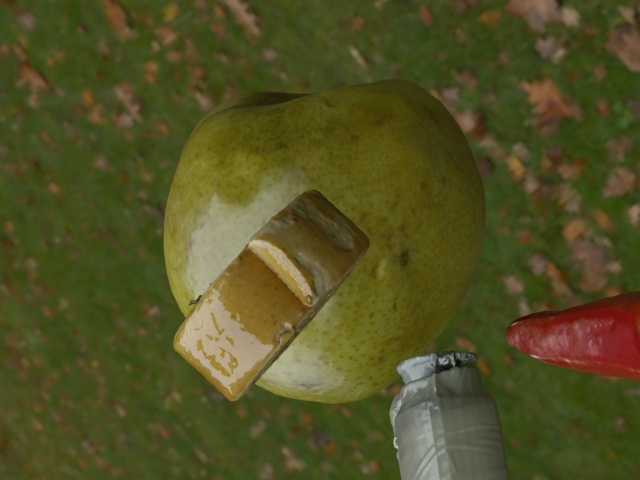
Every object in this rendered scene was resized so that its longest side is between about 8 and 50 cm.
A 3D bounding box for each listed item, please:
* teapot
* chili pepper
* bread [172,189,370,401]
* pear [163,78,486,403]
[{"bbox_3d":[0.100,0.193,1.206,0.107,0.077,0.200,-39,52,55],"label":"teapot"},{"bbox_3d":[0.201,0.060,0.940,0.071,0.063,0.272,35,166,-18],"label":"chili pepper"},{"bbox_3d":[-0.033,0.030,1.027,0.073,0.149,0.122,41,130,3],"label":"bread"},{"bbox_3d":[0.000,0.000,1.408,0.304,0.304,0.304,41,157,22],"label":"pear"}]
